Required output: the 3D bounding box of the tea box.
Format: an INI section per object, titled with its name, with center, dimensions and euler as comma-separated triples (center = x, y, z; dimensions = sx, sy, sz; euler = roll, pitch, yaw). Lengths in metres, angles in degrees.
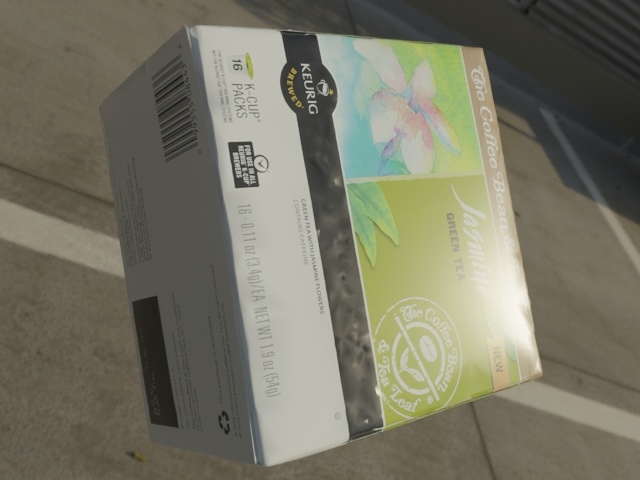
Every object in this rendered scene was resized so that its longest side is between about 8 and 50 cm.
[tea box]
center = 0.000, 0.000, 0.676
dimensions = 0.323, 0.220, 0.329
euler = -8, 86, -36
